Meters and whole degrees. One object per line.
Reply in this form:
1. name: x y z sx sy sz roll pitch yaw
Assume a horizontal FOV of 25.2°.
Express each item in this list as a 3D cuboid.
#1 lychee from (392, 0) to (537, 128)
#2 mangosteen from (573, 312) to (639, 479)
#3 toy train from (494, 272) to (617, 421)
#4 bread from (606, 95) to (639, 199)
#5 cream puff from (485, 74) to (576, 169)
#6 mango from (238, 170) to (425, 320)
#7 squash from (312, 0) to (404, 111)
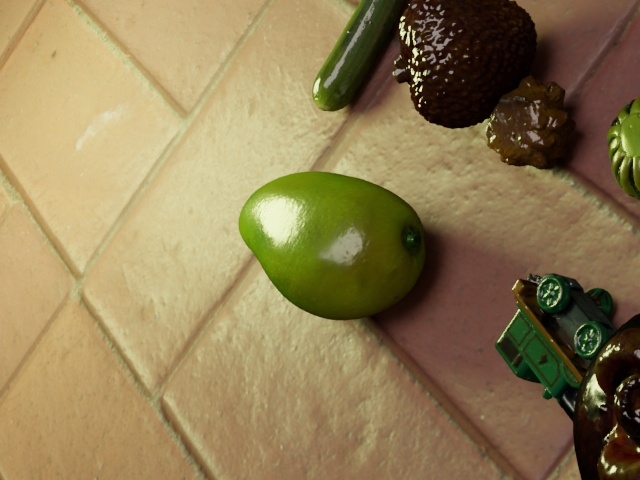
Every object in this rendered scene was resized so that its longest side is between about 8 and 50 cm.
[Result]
1. lychee: 0.183 -0.239 1.856 0.194 0.194 0.194 -23 55 37
2. mangosteen: 0.370 0.196 1.352 0.297 0.293 0.297 30 133 37
3. toy train: 0.284 0.126 1.630 0.136 0.091 0.227 -56 42 24
4. bread: 0.390 -0.112 1.657 0.130 0.071 0.139 -37 47 33
5. cream puff: 0.266 -0.143 1.788 0.116 0.094 0.122 -30 74 36
6. mango: 0.000 0.000 1.934 0.343 0.156 0.192 19 76 52
7. squash: 0.058 -0.290 2.093 0.066 0.066 0.229 29 92 49
